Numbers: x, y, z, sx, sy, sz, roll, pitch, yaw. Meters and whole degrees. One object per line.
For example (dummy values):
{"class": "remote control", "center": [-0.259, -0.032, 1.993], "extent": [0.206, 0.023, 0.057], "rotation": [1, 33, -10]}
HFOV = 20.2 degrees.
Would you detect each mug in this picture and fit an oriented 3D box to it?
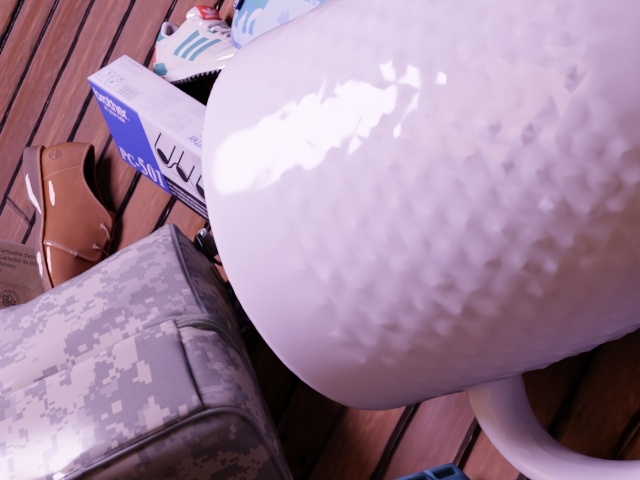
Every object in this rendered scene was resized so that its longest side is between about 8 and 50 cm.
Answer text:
{"class": "mug", "center": [0.150, -0.016, 1.139], "extent": [0.328, 0.276, 0.374], "rotation": [-21, 87, 37]}

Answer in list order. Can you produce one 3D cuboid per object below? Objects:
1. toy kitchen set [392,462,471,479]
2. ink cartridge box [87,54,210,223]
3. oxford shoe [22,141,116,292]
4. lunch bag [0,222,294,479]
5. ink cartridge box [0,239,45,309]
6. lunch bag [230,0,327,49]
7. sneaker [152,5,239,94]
{"class": "toy kitchen set", "center": [0.154, 0.194, 1.194], "extent": [0.207, 0.122, 0.166], "rotation": [43, 112, 23]}
{"class": "ink cartridge box", "center": [-0.121, -0.080, 1.552], "extent": [0.046, 0.097, 0.207], "rotation": [-35, 40, -18]}
{"class": "oxford shoe", "center": [-0.224, 0.006, 1.670], "extent": [0.076, 0.076, 0.212], "rotation": [-11, 79, 4]}
{"class": "lunch bag", "center": [-0.187, 0.140, 1.425], "extent": [0.305, 0.212, 0.256], "rotation": [-25, 51, 1]}
{"class": "ink cartridge box", "center": [-0.392, 0.043, 1.713], "extent": [0.193, 0.235, 0.088], "rotation": [-9, 73, 45]}
{"class": "lunch bag", "center": [0.033, -0.189, 1.424], "extent": [0.219, 0.090, 0.176], "rotation": [44, 109, 43]}
{"class": "sneaker", "center": [-0.096, -0.174, 1.581], "extent": [0.161, 0.057, 0.075], "rotation": [-6, 81, 49]}
